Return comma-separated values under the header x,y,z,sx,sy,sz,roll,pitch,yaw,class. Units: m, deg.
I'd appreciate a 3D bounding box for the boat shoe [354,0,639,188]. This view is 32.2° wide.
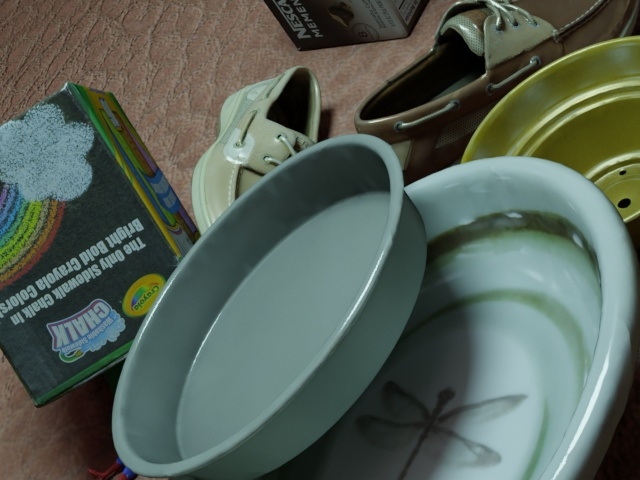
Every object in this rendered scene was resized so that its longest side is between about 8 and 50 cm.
x,y,z,sx,sy,sz,roll,pitch,yaw,class
0.165,-0.167,1.025,0.324,0.116,0.123,-43,37,-10,boat shoe

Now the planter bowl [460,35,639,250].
x,y,z,sx,sy,sz,roll,pitch,yaw,class
0.224,-0.053,0.870,0.217,0.090,0.217,-26,37,22,planter bowl

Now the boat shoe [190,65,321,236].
x,y,z,sx,sy,sz,roll,pitch,yaw,class
-0.050,-0.075,1.096,0.098,0.109,0.302,-30,30,25,boat shoe

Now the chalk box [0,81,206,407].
x,y,z,sx,sy,sz,roll,pitch,yaw,class
-0.205,0.026,1.013,0.180,0.289,0.179,-30,4,4,chalk box

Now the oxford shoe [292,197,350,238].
x,y,z,sx,sy,sz,roll,pitch,yaw,class
0.091,0.023,0.900,0.227,0.096,0.083,33,105,31,oxford shoe

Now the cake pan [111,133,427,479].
x,y,z,sx,sy,sz,roll,pitch,yaw,class
-0.036,0.052,0.802,0.293,0.054,0.293,-38,28,24,cake pan

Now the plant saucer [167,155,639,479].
x,y,z,sx,sy,sz,roll,pitch,yaw,class
0.056,0.128,0.729,0.400,0.100,0.400,-38,27,23,plant saucer

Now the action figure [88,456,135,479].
x,y,z,sx,sy,sz,roll,pitch,yaw,class
-0.151,0.175,0.972,0.115,0.030,0.038,-39,31,-8,action figure

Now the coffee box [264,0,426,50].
x,y,z,sx,sy,sz,roll,pitch,yaw,class
-0.014,-0.362,1.232,0.168,0.297,0.119,1,53,38,coffee box
